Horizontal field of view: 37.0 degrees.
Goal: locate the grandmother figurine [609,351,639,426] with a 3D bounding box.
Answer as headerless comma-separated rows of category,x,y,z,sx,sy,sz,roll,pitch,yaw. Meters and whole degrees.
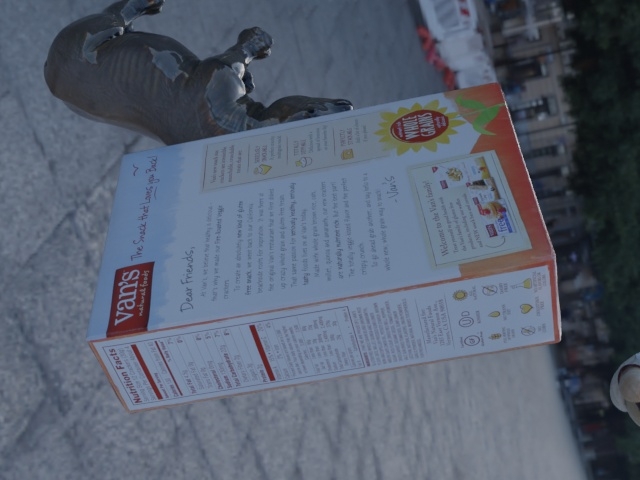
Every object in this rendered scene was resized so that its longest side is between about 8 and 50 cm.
grandmother figurine,0.350,0.179,0.868,0.208,0.104,0.342,42,6,-8

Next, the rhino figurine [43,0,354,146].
rhino figurine,-0.077,-0.096,0.646,0.106,0.243,0.073,-54,161,-38

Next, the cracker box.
cracker box,0.000,0.000,0.528,0.155,0.232,0.067,-92,170,-48
